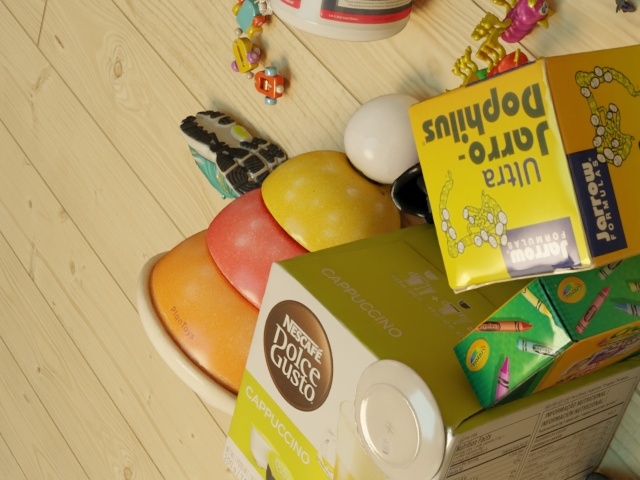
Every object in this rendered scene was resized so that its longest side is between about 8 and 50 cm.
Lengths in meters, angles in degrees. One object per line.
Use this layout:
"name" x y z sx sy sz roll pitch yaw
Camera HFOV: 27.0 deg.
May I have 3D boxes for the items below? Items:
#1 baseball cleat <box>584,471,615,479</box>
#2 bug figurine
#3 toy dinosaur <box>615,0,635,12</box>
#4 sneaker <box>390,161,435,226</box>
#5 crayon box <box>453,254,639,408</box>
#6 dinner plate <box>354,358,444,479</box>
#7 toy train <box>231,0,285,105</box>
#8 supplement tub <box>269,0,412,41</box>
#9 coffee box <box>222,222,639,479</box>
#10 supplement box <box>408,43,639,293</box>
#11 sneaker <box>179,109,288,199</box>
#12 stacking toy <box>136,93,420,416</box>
"baseball cleat" 0.379 0.310 1.574 0.109 0.072 0.206 -55 19 10
"bug figurine" 0.227 -0.240 1.539 0.072 0.279 0.216 32 158 -7
"toy dinosaur" 0.361 -0.284 1.480 0.082 0.047 0.090 4 71 61
"sneaker" 0.201 -0.056 1.649 0.293 0.146 0.102 2 102 52
"crayon box" 0.301 0.083 1.451 0.165 0.278 0.081 -48 62 48
"dinner plate" 0.079 0.199 1.440 0.141 0.017 0.141 18 114 48
"toy train" -0.085 -0.297 2.039 0.125 0.046 0.166 23 121 46
"supplement tub" 0.042 -0.410 1.713 0.191 0.191 0.272 37 128 41
"coffee box" 0.129 0.212 1.664 0.337 0.338 0.334 43 131 36
"supplement box" 0.297 -0.086 1.341 0.194 0.356 0.195 -15 89 53
"sneaker" -0.125 -0.110 2.124 0.275 0.107 0.110 44 152 42
"stacking toy" 0.000 0.000 1.854 0.480 0.350 0.351 -51 58 23
